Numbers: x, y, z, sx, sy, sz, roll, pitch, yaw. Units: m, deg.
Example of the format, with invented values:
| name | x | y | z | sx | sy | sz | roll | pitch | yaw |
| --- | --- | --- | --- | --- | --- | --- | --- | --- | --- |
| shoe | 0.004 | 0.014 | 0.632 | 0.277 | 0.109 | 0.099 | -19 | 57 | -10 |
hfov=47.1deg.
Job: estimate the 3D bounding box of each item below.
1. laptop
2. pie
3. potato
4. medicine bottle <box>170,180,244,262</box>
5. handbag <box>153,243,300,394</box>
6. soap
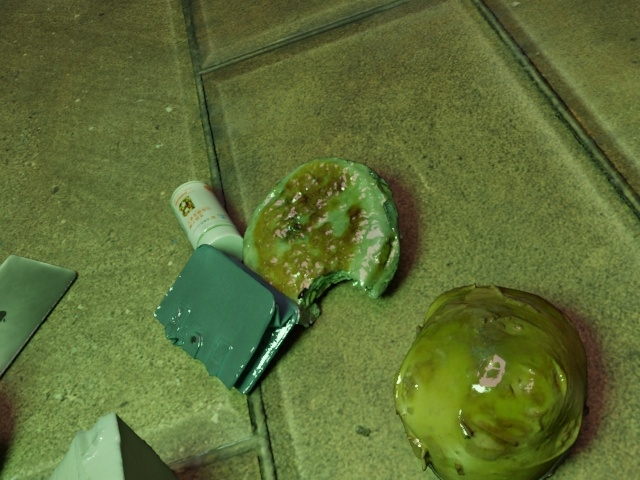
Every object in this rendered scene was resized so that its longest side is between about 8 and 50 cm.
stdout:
| name | x | y | z | sx | sy | sz | roll | pitch | yaw |
| --- | --- | --- | --- | --- | --- | --- | --- | --- | --- |
| laptop | -0.593 | 0.145 | 1.365 | 0.187 | 0.015 | 0.269 | 10 | 54 | 27 |
| pie | -0.002 | -0.006 | 1.217 | 0.302 | 0.067 | 0.303 | -14 | 57 | 22 |
| potato | 0.222 | 0.155 | 0.951 | 0.246 | 0.196 | 0.300 | -3 | 47 | 15 |
| medicine bottle | -0.206 | -0.028 | 1.338 | 0.086 | 0.086 | 0.183 | -30 | 46 | -9 |
| handbag | -0.159 | 0.122 | 1.167 | 0.229 | 0.062 | 0.179 | 34 | 91 | 40 |
| soap | -0.317 | 0.369 | 0.899 | 0.302 | 0.258 | 0.159 | -24 | 47 | -1 |
